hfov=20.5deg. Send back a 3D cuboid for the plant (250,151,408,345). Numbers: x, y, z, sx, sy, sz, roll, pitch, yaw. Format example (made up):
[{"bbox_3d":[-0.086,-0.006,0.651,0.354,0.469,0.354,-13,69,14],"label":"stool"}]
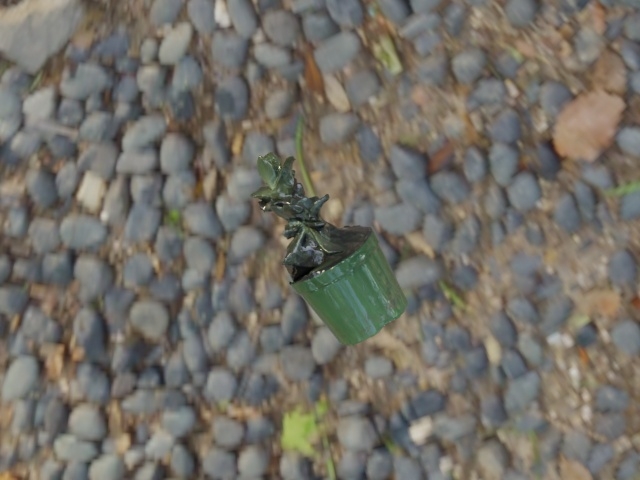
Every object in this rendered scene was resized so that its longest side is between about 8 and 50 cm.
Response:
[{"bbox_3d":[0.000,0.000,0.866,0.051,0.051,0.102,-33,100,6],"label":"plant"}]
